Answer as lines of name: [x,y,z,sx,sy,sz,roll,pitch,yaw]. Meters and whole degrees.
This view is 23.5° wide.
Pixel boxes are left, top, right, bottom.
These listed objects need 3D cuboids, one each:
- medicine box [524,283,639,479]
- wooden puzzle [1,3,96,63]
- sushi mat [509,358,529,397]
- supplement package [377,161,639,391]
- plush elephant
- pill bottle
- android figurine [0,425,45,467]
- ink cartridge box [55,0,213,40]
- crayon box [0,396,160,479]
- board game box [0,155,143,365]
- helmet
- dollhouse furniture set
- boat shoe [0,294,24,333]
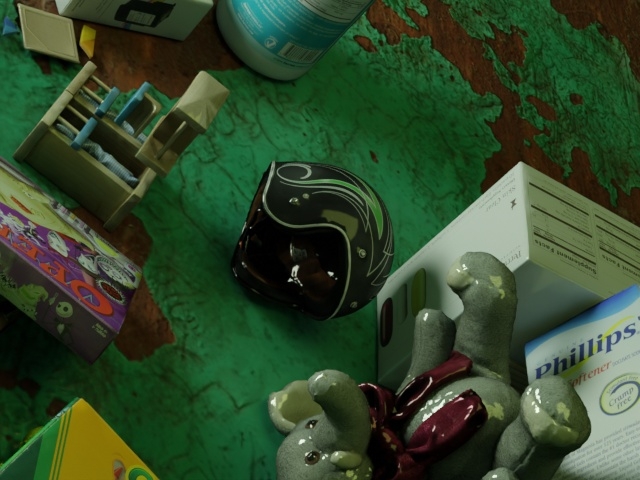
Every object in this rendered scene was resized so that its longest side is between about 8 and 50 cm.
medicine box: [0.348,0.242,1.550,0.263,0.149,0.289,44,28,-30]
wooden puzzle: [-0.298,-0.225,1.687,0.116,0.014,0.078,19,41,-32]
sushi mat: [0.224,0.218,1.698,0.316,0.151,0.019,26,14,-26]
supplement package: [0.217,0.076,1.710,0.204,0.262,0.145,26,42,-25]
plush elephant: [0.070,0.195,1.494,0.255,0.330,0.272,-1,41,-16]
pill bottle: [0.000,-0.323,1.852,0.146,0.264,0.146,26,42,-26]
android figurine: [-0.205,0.274,1.302,0.273,0.056,0.248,15,48,-37]
ink cartridge box: [-0.226,-0.315,1.785,0.175,0.072,0.127,6,53,-40]
crayon box: [-0.160,0.281,1.223,0.278,0.081,0.165,47,35,-2]
board game box: [-0.318,-0.038,1.405,0.347,0.056,0.208,40,15,-10]
helmet: [0.000,0.000,1.653,0.161,0.169,0.169,21,42,-7]
dollhouse furniture set: [-0.193,-0.132,1.563,0.129,0.183,0.129,38,38,-11]
boat shoe: [-0.320,0.107,1.308,0.095,0.095,0.257,44,37,-14]
